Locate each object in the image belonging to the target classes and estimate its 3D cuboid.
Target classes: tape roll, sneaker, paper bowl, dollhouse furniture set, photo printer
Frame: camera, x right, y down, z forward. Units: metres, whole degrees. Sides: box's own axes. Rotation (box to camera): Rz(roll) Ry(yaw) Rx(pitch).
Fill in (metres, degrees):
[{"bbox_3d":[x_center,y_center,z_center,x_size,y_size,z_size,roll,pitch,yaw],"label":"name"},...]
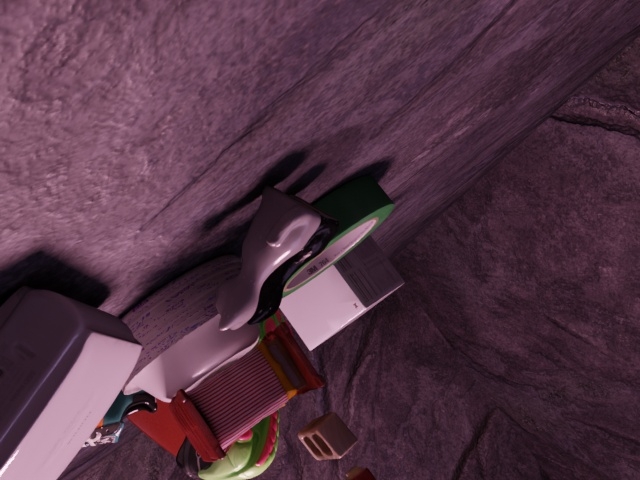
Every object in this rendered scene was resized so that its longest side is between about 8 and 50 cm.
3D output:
[{"bbox_3d":[0.000,0.000,1.420,0.321,0.077,0.321,-36,171,-7],"label":"tape roll"},{"bbox_3d":[-0.455,0.358,1.392,0.302,0.121,0.108,-30,171,-33],"label":"sneaker"},{"bbox_3d":[-0.216,0.161,1.204,0.284,0.148,0.284,-35,171,-7],"label":"paper bowl"},{"bbox_3d":[-0.045,0.339,1.105,0.201,0.374,0.152,-34,175,-25],"label":"dollhouse furniture set"},{"bbox_3d":[-0.179,0.252,1.401,0.202,0.185,0.483,-21,-151,19],"label":"sneaker"},{"bbox_3d":[-0.326,0.189,0.823,0.256,0.107,0.307,-56,176,-12],"label":"photo printer"}]

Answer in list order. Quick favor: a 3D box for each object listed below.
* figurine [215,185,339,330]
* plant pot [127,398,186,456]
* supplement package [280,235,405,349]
[{"bbox_3d":[-0.072,0.038,1.042,0.209,0.092,0.215,-61,169,4],"label":"figurine"},{"bbox_3d":[-0.270,0.328,1.603,0.267,0.236,0.267,-41,170,32],"label":"plant pot"},{"bbox_3d":[0.041,0.111,1.802,0.199,0.198,0.262,-40,171,28],"label":"supplement package"}]
